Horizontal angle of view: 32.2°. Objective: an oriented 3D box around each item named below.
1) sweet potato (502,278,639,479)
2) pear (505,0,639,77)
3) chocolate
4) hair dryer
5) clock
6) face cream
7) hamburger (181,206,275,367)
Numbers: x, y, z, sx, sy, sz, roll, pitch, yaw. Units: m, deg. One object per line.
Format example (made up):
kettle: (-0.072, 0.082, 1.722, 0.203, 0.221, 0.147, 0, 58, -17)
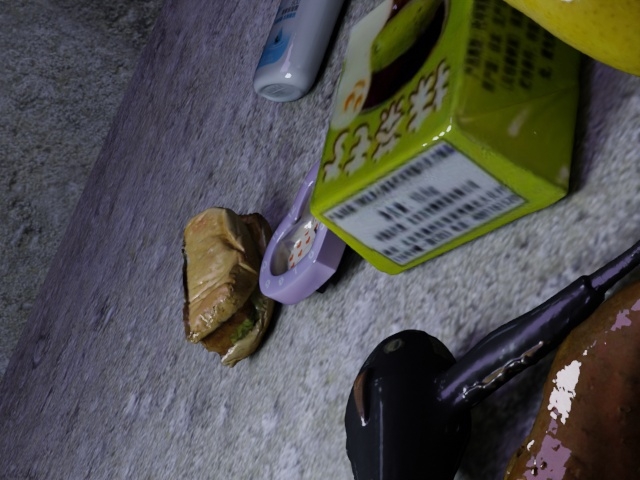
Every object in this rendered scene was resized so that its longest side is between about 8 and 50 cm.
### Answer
sweet potato: (0.179, 0.162, 0.769, 0.106, 0.095, 0.355, -71, 2, -73)
pear: (0.225, -0.276, 0.845, 0.285, 0.284, 0.337, 168, 104, -64)
chocolate: (0.127, -0.147, 1.131, 0.301, 0.137, 0.289, -31, 41, 56)
hair dryer: (0.146, 0.109, 0.876, 0.359, 0.120, 0.304, -44, 14, 25)
clock: (0.000, 0.000, 1.371, 0.198, 0.064, 0.172, -61, 23, 15)
face cream: (-0.011, -0.386, 1.752, 0.163, 0.080, 0.337, -2, 67, 66)
hamburger: (-0.116, 0.045, 1.541, 0.131, 0.124, 0.262, -35, 38, 22)
